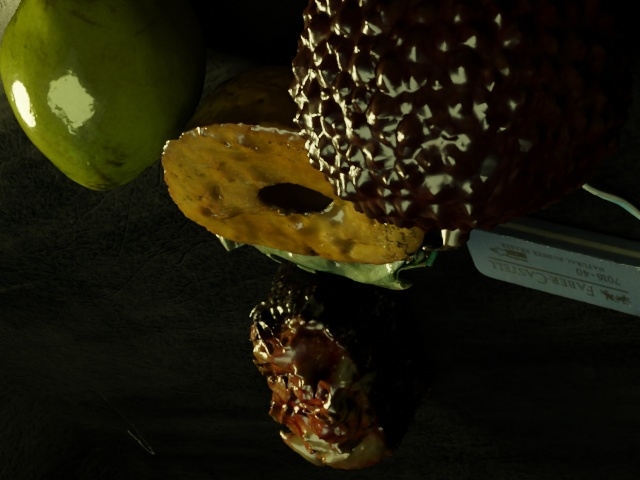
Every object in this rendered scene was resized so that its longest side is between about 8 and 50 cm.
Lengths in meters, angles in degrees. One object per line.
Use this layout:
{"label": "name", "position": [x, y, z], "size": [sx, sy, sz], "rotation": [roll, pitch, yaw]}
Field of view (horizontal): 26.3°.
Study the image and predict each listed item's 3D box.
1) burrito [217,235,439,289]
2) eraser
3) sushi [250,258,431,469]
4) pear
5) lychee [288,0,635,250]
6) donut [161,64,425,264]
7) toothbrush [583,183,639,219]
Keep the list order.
{"label": "burrito", "position": [0.000, -0.004, 1.597], "size": [0.309, 0.066, 0.096], "rotation": [12, 144, 34]}
{"label": "eraser", "position": [0.252, 0.022, 1.375], "size": [0.225, 0.036, 0.082], "rotation": [15, 146, 35]}
{"label": "sushi", "position": [0.012, 0.165, 1.744], "size": [0.196, 0.182, 0.343], "rotation": [26, 151, 33]}
{"label": "pear", "position": [-0.222, -0.174, 1.404], "size": [0.212, 0.212, 0.269], "rotation": [25, 139, 19]}
{"label": "lychee", "position": [0.107, -0.122, 1.058], "size": [0.264, 0.264, 0.300], "rotation": [20, 132, 28]}
{"label": "donut", "position": [-0.015, -0.075, 1.398], "size": [0.277, 0.109, 0.278], "rotation": [14, 151, 8]}
{"label": "toothbrush", "position": [0.284, -0.028, 1.274], "size": [0.162, 0.017, 0.014], "rotation": [37, 175, -5]}
